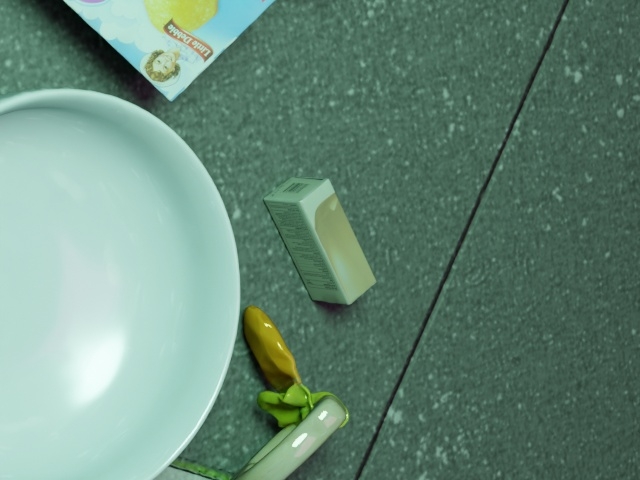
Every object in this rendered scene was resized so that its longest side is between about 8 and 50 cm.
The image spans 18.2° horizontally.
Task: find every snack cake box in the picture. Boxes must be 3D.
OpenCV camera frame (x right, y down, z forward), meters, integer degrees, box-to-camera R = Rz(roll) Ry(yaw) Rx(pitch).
[{"bbox_3d":[-0.167,-0.259,1.640,0.152,0.089,0.264,-45,121,4],"label":"snack cake box"}]

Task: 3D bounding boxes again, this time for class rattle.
[{"bbox_3d":[-0.082,0.182,1.788,0.199,0.130,0.143,-40,108,1],"label":"rattle"}]

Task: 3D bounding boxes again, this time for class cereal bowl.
[{"bbox_3d":[-0.238,0.047,1.608,0.339,0.141,0.339,-3,94,-38],"label":"cereal bowl"}]

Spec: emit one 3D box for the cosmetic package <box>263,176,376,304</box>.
[{"bbox_3d":[0.000,0.000,1.842,0.041,0.060,0.115,-39,117,-30],"label":"cosmetic package"}]
